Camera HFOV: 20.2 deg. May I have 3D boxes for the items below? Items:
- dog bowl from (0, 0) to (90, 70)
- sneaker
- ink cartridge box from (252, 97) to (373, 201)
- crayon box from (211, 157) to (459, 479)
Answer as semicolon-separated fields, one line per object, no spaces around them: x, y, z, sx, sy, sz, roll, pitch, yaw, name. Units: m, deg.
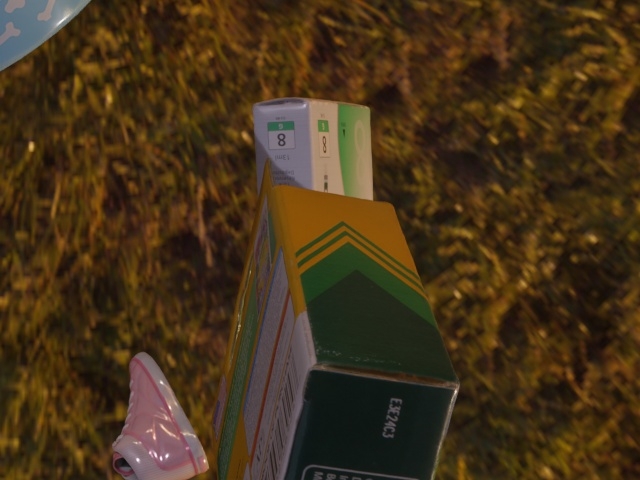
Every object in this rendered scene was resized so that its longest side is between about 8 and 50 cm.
-0.211;-0.168;1.043;0.166;0.297;0.074;-37;116;-6;dog bowl
-0.147;0.149;1.463;0.070;0.134;0.051;-25;138;-9;sneaker
0.000;0.000;1.445;0.056;0.181;0.224;-4;91;16;ink cartridge box
-0.002;0.099;1.055;0.083;0.323;0.203;9;110;-10;crayon box
